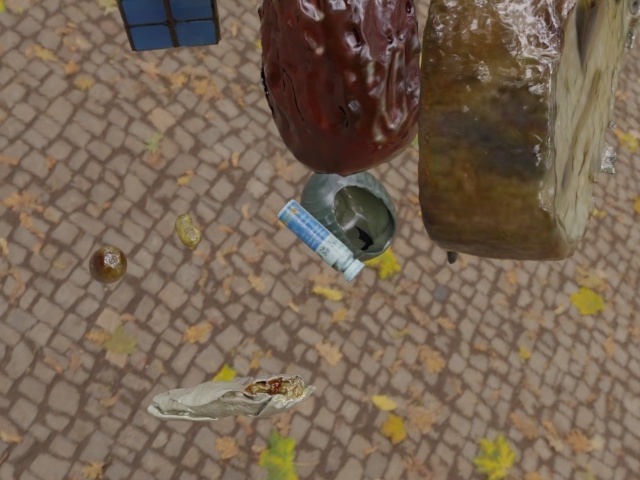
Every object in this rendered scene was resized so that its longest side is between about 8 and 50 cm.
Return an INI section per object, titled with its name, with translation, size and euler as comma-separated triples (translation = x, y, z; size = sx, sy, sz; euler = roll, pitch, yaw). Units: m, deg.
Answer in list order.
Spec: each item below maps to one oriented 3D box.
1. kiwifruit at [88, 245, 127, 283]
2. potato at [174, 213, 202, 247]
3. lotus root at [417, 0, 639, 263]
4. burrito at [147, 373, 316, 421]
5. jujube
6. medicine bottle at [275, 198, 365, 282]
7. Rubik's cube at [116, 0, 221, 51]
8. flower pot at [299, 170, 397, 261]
[kiwifruit]
translation = -0.430, 0.050, 1.647
size = 0.075, 0.124, 0.075
euler = 8, 73, -26
[potato]
translation = -0.272, -0.017, 1.668
size = 0.045, 0.047, 0.092
euler = -25, 49, -19
[lotus root]
translation = 0.118, -0.115, 0.426
size = 0.170, 0.074, 0.261
euler = 37, 68, -55
[burrito]
translation = -0.180, 0.300, 1.530
size = 0.117, 0.392, 0.076
euler = 14, 67, -45
[jujube]
translation = 0.029, -0.262, 1.156
size = 0.258, 0.377, 0.258
euler = -10, 37, 8
[medicine bottle]
translation = 0.000, 0.000, 1.546
size = 0.191, 0.051, 0.051
euler = 43, 51, 7
[Rubik's cube]
translation = -0.283, -0.477, 1.514
size = 0.183, 0.167, 0.180
euler = -7, 70, -6
[flower pot]
translation = 0.059, -0.059, 1.735
size = 0.189, 0.157, 0.243
euler = -49, 131, -7
